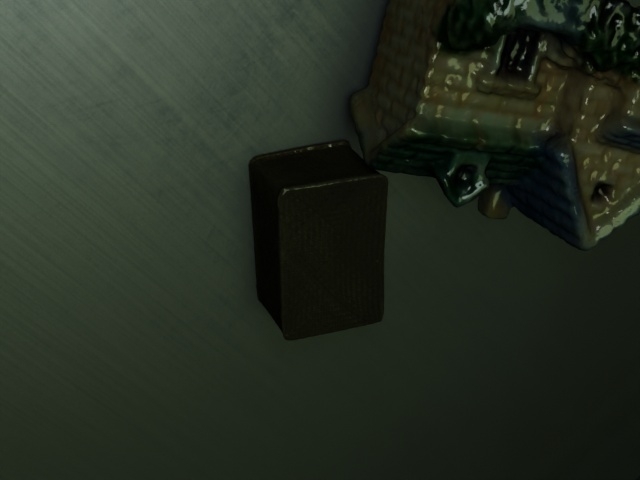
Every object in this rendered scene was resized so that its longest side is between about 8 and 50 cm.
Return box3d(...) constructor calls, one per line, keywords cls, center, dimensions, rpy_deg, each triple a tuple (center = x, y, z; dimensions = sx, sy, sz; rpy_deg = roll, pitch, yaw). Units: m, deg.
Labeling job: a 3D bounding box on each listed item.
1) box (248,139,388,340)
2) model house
box3d(cls="box", center=(-0.001, -0.001, 1.531), dimensions=(0.184, 0.143, 0.273), rpy_deg=(-11, 118, -20))
box3d(cls="model house", center=(0.305, -0.191, 1.441), dimensions=(0.446, 0.395, 0.399), rpy_deg=(9, 111, -24))
